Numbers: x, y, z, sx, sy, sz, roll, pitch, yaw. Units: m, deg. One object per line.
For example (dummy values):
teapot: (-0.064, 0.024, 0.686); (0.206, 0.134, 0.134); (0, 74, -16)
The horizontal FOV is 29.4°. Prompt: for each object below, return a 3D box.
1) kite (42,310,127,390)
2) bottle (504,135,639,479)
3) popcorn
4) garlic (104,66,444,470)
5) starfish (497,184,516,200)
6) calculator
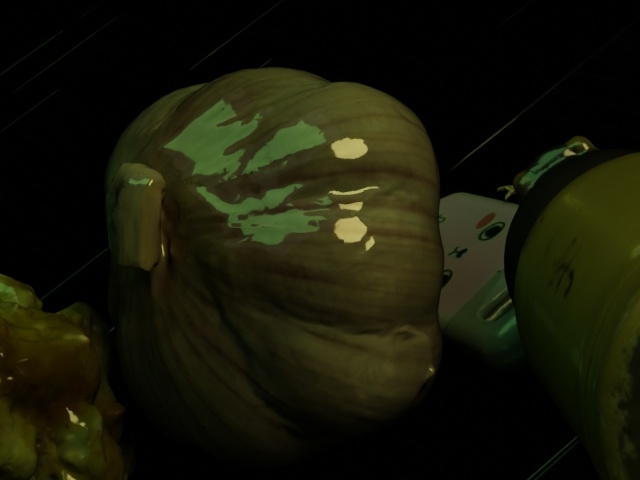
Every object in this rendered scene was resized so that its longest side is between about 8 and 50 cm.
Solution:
kite: (-0.267, 0.068, 1.045); (0.169, 0.310, 0.015); (-17, 53, 44)
bottle: (0.193, 0.034, 0.661); (0.172, 0.171, 0.351); (-31, 11, 6)
popcorn: (-0.257, 0.162, 0.898); (0.247, 0.282, 0.282); (-7, 32, 10)
garlic: (-0.039, 0.020, 0.906); (0.241, 0.321, 0.322); (-17, 19, -24)
starfish: (0.189, -0.046, 0.990); (0.086, 0.016, 0.092); (-11, -3, 3)
calculator: (0.127, 0.027, 0.946); (0.141, 0.045, 0.246); (-41, 28, -15)
